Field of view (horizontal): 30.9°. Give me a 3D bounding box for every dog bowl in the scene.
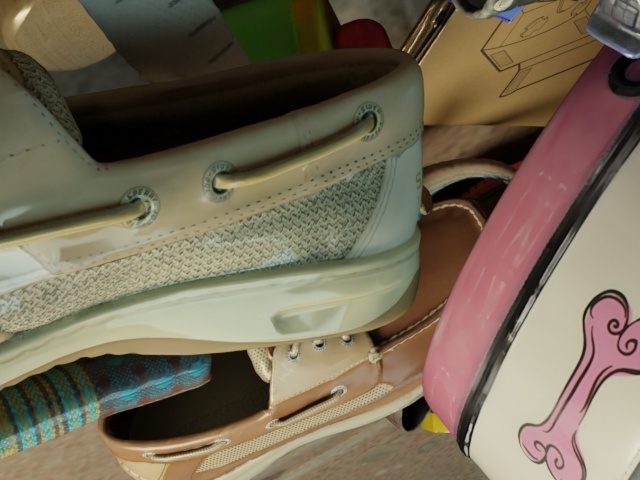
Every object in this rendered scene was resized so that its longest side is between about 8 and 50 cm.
[{"bbox_3d":[0.220,0.004,0.735,0.408,0.150,0.408,-48,159,-24],"label":"dog bowl"}]

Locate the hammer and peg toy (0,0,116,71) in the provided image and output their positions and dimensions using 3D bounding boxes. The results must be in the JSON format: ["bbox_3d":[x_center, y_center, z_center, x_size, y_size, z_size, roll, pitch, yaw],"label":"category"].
[{"bbox_3d":[-0.243,-0.025,0.417,0.361,0.127,0.266,-7,144,-36],"label":"hammer and peg toy"}]

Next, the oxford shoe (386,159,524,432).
[{"bbox_3d":[0.119,0.045,0.899,0.096,0.098,0.271,-4,142,-38],"label":"oxford shoe"}]

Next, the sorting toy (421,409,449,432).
[{"bbox_3d":[0.237,0.157,1.075,0.307,0.041,0.229,-2,178,20],"label":"sorting toy"}]

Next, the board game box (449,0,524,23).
[{"bbox_3d":[0.100,-0.254,0.427,0.233,0.078,0.347,5,136,-47],"label":"board game box"}]

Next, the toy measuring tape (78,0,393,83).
[{"bbox_3d":[-0.032,-0.082,0.495,0.121,0.121,0.330,-33,154,4],"label":"toy measuring tape"}]

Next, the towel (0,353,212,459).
[{"bbox_3d":[-0.258,0.098,0.527,0.370,0.040,0.271,-18,-168,-22],"label":"towel"}]

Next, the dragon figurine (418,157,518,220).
[{"bbox_3d":[0.000,0.000,0.730,0.289,0.085,0.144,-11,146,-35],"label":"dragon figurine"}]

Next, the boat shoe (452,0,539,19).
[{"bbox_3d":[0.081,-0.154,0.403,0.070,0.078,0.219,-26,153,-11],"label":"boat shoe"}]

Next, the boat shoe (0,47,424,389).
[{"bbox_3d":[-0.103,-0.013,0.352,0.302,0.109,0.098,-6,115,-24],"label":"boat shoe"}]

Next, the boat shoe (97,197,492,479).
[{"bbox_3d":[-0.013,0.075,0.807,0.324,0.123,0.116,-36,149,7],"label":"boat shoe"}]

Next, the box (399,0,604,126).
[{"bbox_3d":[0.143,-0.135,0.719,0.201,0.021,0.164,-4,142,-39],"label":"box"}]

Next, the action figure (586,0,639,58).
[{"bbox_3d":[0.277,-0.187,0.474,0.341,0.178,0.330,-51,172,-6],"label":"action figure"}]
